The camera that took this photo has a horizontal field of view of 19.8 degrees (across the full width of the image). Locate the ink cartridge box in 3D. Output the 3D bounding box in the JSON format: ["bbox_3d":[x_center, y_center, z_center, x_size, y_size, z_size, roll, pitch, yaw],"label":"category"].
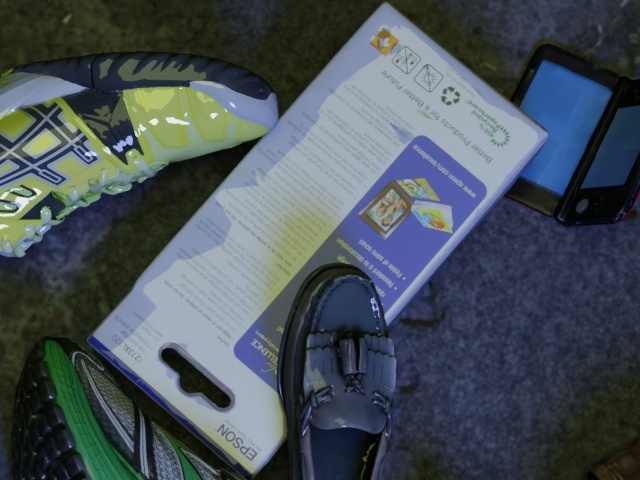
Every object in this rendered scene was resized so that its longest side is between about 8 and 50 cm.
[{"bbox_3d":[0.000,0.000,1.475,0.176,0.069,0.371,40,80,7],"label":"ink cartridge box"}]

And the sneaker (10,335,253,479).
[{"bbox_3d":[-0.122,0.208,1.384,0.146,0.134,0.343,-18,59,-36],"label":"sneaker"}]

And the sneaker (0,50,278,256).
[{"bbox_3d":[-0.220,-0.062,1.460,0.384,0.145,0.147,-8,84,4],"label":"sneaker"}]

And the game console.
[{"bbox_3d":[0.217,-0.092,1.517,0.085,0.124,0.144,34,74,-22],"label":"game console"}]

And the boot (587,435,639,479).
[{"bbox_3d":[0.288,0.193,1.470,0.114,0.037,0.106,-33,82,-16],"label":"boot"}]

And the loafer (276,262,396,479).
[{"bbox_3d":[0.019,0.154,1.389,0.096,0.084,0.267,3,97,-22],"label":"loafer"}]
